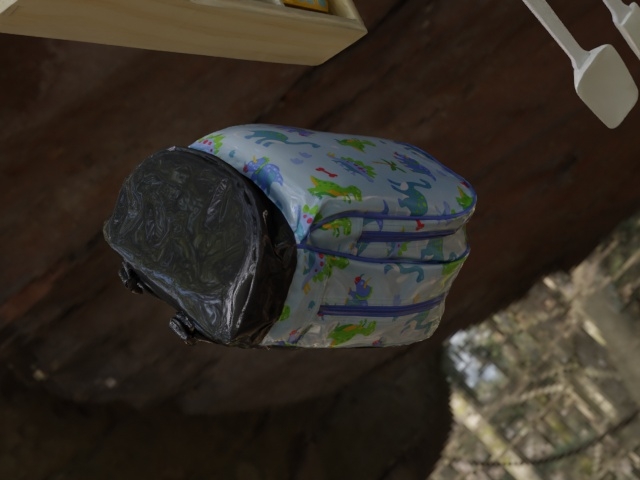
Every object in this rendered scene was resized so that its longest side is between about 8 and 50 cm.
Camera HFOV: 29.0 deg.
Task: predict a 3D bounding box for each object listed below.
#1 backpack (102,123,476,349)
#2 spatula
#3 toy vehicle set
[{"bbox_3d":[0.000,0.000,1.326,0.355,0.290,0.273,23,-82,-40],"label":"backpack"},{"bbox_3d":[0.251,-0.227,1.110,0.168,0.019,0.242,-54,-50,-4],"label":"spatula"},{"bbox_3d":[-0.082,-0.162,0.545,0.035,0.166,0.267,-30,-9,25],"label":"toy vehicle set"}]
